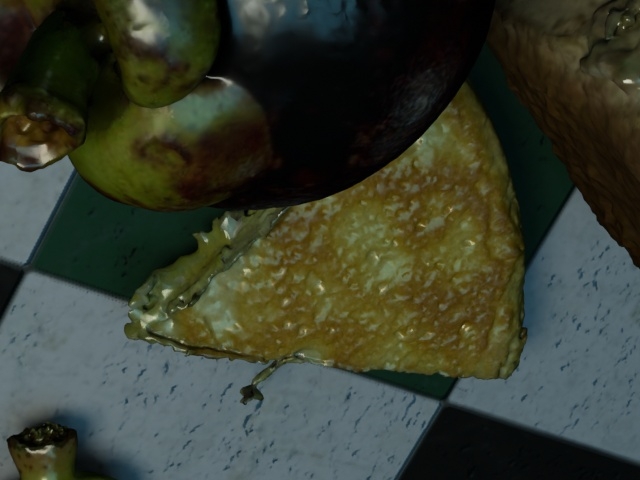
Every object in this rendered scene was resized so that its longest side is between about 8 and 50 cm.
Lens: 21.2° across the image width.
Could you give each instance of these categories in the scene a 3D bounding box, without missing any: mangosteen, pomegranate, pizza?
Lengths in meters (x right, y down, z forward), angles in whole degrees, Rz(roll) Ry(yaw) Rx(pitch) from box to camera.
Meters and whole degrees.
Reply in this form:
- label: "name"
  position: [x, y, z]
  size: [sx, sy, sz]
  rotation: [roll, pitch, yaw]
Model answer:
- label: "mangosteen"
  position: [-0.063, -0.164, 0.911]
  size: [0.313, 0.297, 0.297]
  rotation: [13, 113, -39]
- label: "pomegranate"
  position: [-0.193, 0.215, 1.182]
  size: [0.143, 0.122, 0.169]
  rotation: [-22, 90, -42]
- label: "pizza"
  position: [0.000, 0.000, 1.164]
  size: [0.288, 0.075, 0.280]
  rotation: [-14, 118, -12]

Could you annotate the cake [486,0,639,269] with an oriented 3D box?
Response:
- label: "cake"
  position: [0.291, -0.111, 1.051]
  size: [0.290, 0.255, 0.282]
  rotation: [-38, 124, -2]
